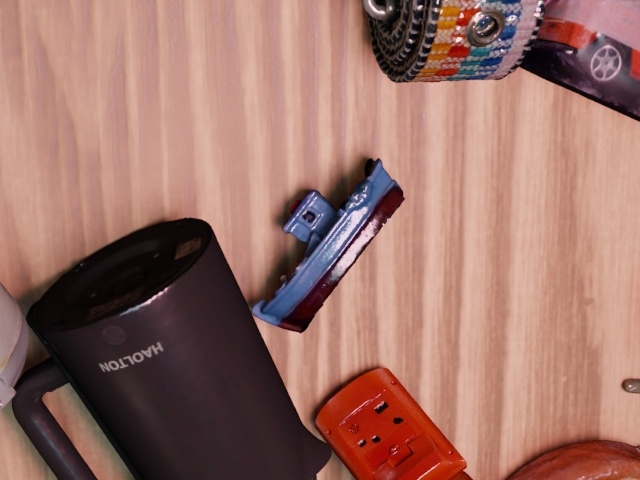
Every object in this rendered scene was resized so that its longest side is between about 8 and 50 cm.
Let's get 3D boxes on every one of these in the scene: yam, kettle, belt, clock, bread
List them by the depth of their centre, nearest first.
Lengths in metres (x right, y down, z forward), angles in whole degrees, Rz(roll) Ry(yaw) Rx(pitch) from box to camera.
[{"bbox_3d":[0.117,-0.306,1.178,0.161,0.207,0.295,-6,105,-16],"label":"belt"},{"bbox_3d":[-0.166,0.172,1.230,0.262,0.203,0.308,-34,114,-19],"label":"kettle"},{"bbox_3d":[0.076,0.230,1.342,0.113,0.155,0.061,-37,150,-7],"label":"clock"},{"bbox_3d":[0.330,0.342,1.456,0.244,0.123,0.190,-31,109,-7],"label":"bread"},{"bbox_3d":[0.440,0.192,1.498,0.116,0.021,0.021,7,103,-18],"label":"yam"}]

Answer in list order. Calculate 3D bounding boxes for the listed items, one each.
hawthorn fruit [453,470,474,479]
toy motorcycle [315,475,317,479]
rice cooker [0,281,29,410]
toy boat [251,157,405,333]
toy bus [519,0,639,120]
[{"bbox_3d":[0.146,0.356,1.400,0.157,0.157,0.194,-41,131,-2],"label":"hawthorn fruit"},{"bbox_3d":[-0.126,0.379,1.301,0.331,0.196,0.125,-37,111,-5],"label":"toy motorcycle"},{"bbox_3d":[-0.436,0.061,1.087,0.264,0.317,0.316,-46,113,-26],"label":"rice cooker"},{"bbox_3d":[0.000,0.000,1.290,0.097,0.100,0.223,38,93,4],"label":"toy boat"},{"bbox_3d":[0.376,-0.205,1.320,0.303,0.127,0.147,22,93,-18],"label":"toy bus"}]
